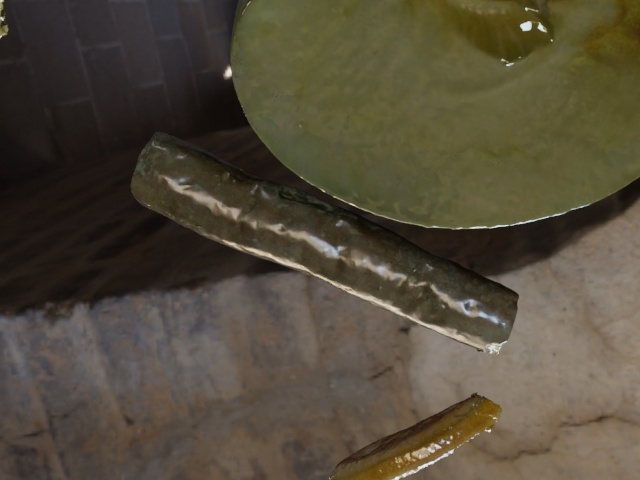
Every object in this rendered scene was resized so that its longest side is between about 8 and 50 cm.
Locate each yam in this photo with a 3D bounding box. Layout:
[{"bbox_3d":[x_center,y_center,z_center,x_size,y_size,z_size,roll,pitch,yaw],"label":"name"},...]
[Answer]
[{"bbox_3d":[0.000,0.000,0.564,0.061,0.274,0.061,-61,166,-27],"label":"yam"}]

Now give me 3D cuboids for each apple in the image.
[{"bbox_3d":[0.126,-0.192,0.640,0.320,0.360,0.311,120,-19,-63],"label":"apple"}]

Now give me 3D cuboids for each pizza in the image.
[{"bbox_3d":[0.129,0.287,1.173,0.056,0.271,0.134,60,8,7],"label":"pizza"}]

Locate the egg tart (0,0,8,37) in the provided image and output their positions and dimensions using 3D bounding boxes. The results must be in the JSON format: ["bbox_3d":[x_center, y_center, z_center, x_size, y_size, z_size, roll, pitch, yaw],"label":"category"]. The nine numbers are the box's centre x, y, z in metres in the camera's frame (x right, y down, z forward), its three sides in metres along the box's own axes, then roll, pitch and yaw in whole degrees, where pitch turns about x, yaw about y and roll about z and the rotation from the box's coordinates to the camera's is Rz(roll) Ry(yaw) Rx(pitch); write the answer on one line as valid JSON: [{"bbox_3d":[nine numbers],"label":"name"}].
[{"bbox_3d":[-0.353,-0.300,0.823,0.213,0.090,0.212,18,-69,60],"label":"egg tart"}]
